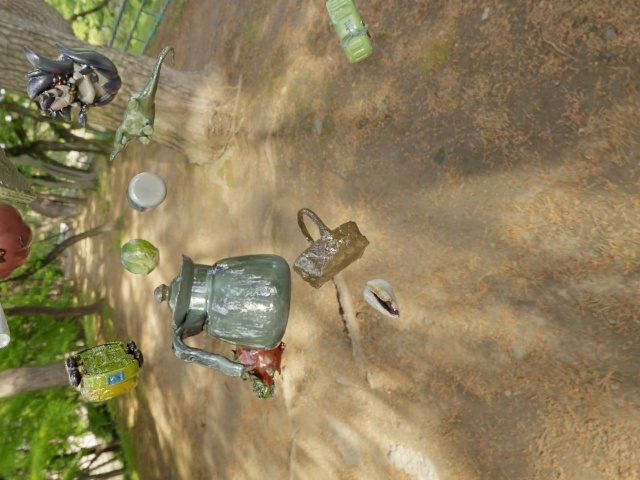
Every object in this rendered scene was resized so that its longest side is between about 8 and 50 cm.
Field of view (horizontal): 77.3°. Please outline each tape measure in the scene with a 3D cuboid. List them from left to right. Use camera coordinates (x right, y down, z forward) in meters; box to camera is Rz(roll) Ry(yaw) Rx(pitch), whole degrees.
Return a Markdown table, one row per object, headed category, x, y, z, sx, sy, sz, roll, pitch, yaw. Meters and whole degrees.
| category | x | y | z | sx | sy | sz | roll | pitch | yaw |
| --- | --- | --- | --- | --- | --- | --- | --- | --- | --- |
| tape measure | 0.097 | -0.641 | 1.224 | 0.106 | 0.175 | 0.199 | -25 | 51 | 14 |

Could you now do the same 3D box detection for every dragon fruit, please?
| category | x | y | z | sx | sy | sz | roll | pitch | yaw |
| --- | --- | --- | --- | --- | --- | --- | --- | --- | --- |
| dragon fruit | -0.245 | 0.458 | 1.513 | 0.198 | 0.200 | 0.268 | -11 | 65 | 56 |

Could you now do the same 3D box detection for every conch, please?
| category | x | y | z | sx | sy | sz | roll | pitch | yaw |
| --- | --- | --- | --- | --- | --- | --- | --- | --- | --- |
| conch | 0.187 | 0.180 | 1.245 | 0.176 | 0.094 | 0.104 | -96 | 7 | -64 |

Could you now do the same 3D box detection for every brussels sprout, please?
| category | x | y | z | sx | sy | sz | roll | pitch | yaw |
| --- | --- | --- | --- | --- | --- | --- | --- | --- | --- |
| brussels sprout | -0.717 | 0.061 | 1.595 | 0.117 | 0.155 | 0.154 | -116 | 42 | -64 |

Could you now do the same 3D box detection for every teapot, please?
| category | x | y | z | sx | sy | sz | roll | pitch | yaw |
| --- | --- | --- | --- | --- | --- | --- | --- | --- | --- |
| teapot | -0.224 | 0.162 | 0.887 | 0.223 | 0.286 | 0.304 | 122 | 152 | -55 |

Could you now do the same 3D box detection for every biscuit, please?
| category | x | y | z | sx | sy | sz | roll | pitch | yaw |
| --- | --- | --- | --- | --- | --- | --- | --- | --- | --- |
| biscuit | -0.823 | -0.205 | 0.985 | 0.252 | 0.052 | 0.150 | 50 | 176 | 3 |

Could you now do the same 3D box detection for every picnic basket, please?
| category | x | y | z | sx | sy | sz | roll | pitch | yaw |
| --- | --- | --- | --- | --- | --- | --- | --- | --- | --- |
| picnic basket | 0.000 | 0.000 | 1.728 | 0.293 | 0.338 | 0.336 | 106 | 157 | -69 |

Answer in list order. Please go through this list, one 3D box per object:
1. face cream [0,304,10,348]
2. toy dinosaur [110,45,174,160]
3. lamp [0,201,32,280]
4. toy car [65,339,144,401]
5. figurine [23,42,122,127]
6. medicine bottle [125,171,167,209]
| category | x | y | z | sx | sy | sz | roll | pitch | yaw |
| --- | --- | --- | --- | --- | --- | --- | --- | --- | --- |
| face cream | -1.136 | 0.295 | 1.405 | 0.244 | 0.058 | 0.092 | 25 | 91 | 44 |
| toy dinosaur | -0.463 | -0.318 | 1.016 | 0.363 | 0.077 | 0.147 | -50 | 41 | 23 |
| lamp | -0.671 | -0.003 | 0.782 | 0.140 | 0.182 | 0.181 | 30 | 110 | 56 |
| toy car | -0.655 | 0.410 | 1.227 | 0.248 | 0.201 | 0.142 | 14 | 109 | 53 |
| figurine | -0.716 | -0.456 | 1.154 | 0.175 | 0.265 | 0.197 | -36 | 87 | 38 |
| medicine bottle | -0.550 | -0.145 | 1.256 | 0.192 | 0.107 | 0.106 | -5 | 81 | 60 |
